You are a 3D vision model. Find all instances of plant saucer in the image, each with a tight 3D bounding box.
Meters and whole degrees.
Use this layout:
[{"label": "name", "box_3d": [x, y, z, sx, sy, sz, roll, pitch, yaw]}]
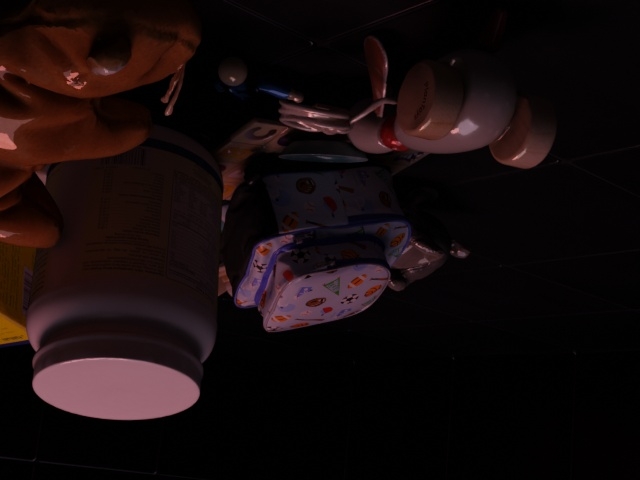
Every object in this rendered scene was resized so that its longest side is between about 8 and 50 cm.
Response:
[{"label": "plant saucer", "box_3d": [0.004, -0.118, 1.378, 0.119, 0.021, 0.119, 2, 180, 0]}]

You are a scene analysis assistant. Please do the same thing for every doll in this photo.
[{"label": "doll", "box_3d": [-0.079, -0.189, 1.369, 0.129, 0.046, 0.189, 9, 163, 27]}]

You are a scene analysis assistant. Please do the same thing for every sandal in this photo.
[{"label": "sandal", "box_3d": [-0.158, -0.135, 1.542, 0.445, 0.107, 0.167, -1, 168, -33]}]

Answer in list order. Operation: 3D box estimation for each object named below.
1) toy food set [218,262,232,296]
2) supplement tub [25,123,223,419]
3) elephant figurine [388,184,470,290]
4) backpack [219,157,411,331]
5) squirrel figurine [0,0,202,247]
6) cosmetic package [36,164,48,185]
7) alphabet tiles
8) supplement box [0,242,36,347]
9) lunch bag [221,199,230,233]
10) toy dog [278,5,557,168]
[{"label": "toy food set", "box_3d": [-0.077, 0.036, 1.933, 0.219, 0.092, 0.306, -33, -171, -33]}, {"label": "supplement tub", "box_3d": [-0.244, 0.040, 1.317, 0.235, 0.325, 0.235, 0, 150, 0]}, {"label": "elephant figurine", "box_3d": [0.139, -0.015, 1.752, 0.169, 0.186, 0.239, 45, 169, 17]}, {"label": "backpack", "box_3d": [0.000, 0.000, 1.514, 0.263, 0.213, 0.276, -17, 162, -23]}, {"label": "squirrel figurine", "box_3d": [-0.325, -0.191, 1.030, 0.397, 0.281, 0.370, 15, 157, -43]}, {"label": "cosmetic package", "box_3d": [-0.359, -0.120, 1.589, 0.296, 0.129, 0.153, 16, 162, -37]}, {"label": "alphabet tiles", "box_3d": [-0.011, -0.113, 1.488, 0.342, 0.011, 0.285, 4, 156, -42]}, {"label": "supplement box", "box_3d": [-0.635, 0.046, 1.772, 0.194, 0.195, 0.356, -8, 157, 9]}, {"label": "lunch bag", "box_3d": [-0.145, -0.031, 1.856, 0.176, 0.090, 0.219, -18, -179, -32]}, {"label": "toy dog", "box_3d": [0.127, -0.181, 1.199, 0.333, 0.161, 0.220, 13, 178, 45]}]
